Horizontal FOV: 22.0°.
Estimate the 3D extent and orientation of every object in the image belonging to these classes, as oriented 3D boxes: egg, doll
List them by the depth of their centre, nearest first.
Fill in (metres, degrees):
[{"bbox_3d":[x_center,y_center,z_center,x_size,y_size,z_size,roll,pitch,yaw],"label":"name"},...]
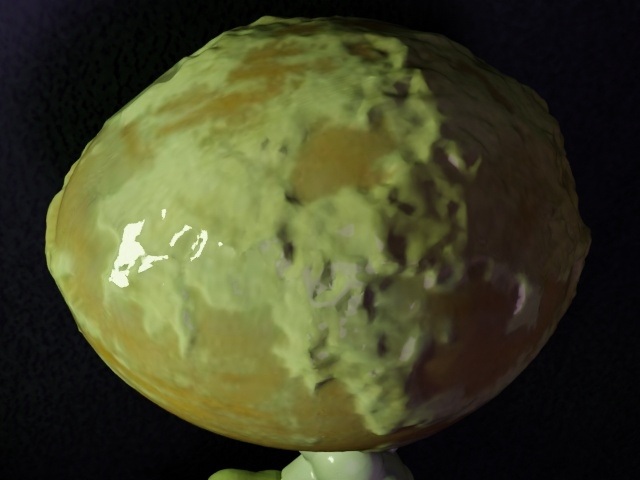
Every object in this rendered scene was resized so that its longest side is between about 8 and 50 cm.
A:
[{"bbox_3d":[0.000,0.000,0.746,0.245,0.203,0.203,-5,120,-13],"label":"egg"},{"bbox_3d":[-0.021,0.153,0.907,0.162,0.062,0.106,-37,125,8],"label":"doll"}]
